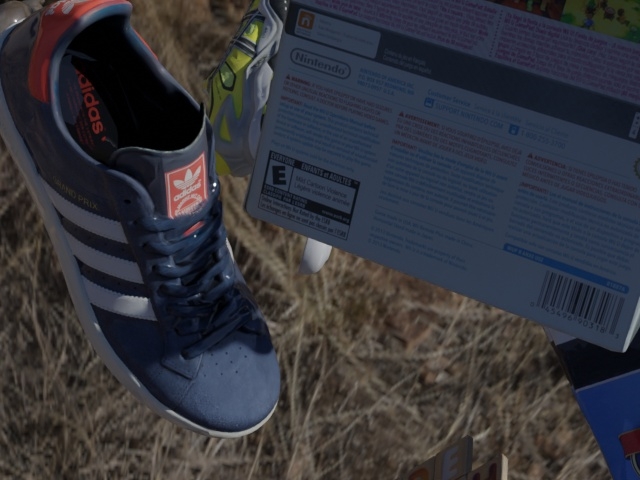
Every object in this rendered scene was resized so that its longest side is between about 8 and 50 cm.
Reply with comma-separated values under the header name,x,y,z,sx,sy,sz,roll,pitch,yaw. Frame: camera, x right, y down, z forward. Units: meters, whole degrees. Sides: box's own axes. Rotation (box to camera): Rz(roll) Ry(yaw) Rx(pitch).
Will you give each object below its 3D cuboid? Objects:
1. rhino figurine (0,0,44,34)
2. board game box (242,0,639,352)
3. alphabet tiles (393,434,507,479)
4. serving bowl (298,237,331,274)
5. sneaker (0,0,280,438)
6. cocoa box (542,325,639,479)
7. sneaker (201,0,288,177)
name,x,y,z,sx,sy,sz,roll,pitch,yaw
rhino figurine,-0.451,-0.252,1.514,0.243,0.073,0.106,-3,34,-6
board game box,0.102,-0.128,0.654,0.224,0.304,0.097,21,21,19
alphabet tiles,0.057,0.261,0.993,0.009,0.237,0.198,35,38,-20
serving bowl,0.000,0.000,1.390,0.027,0.083,0.083,16,60,1
sneaker,-0.112,-0.013,0.916,0.131,0.148,0.350,-39,103,-37
cocoa box,0.353,0.057,1.057,0.347,0.231,0.228,-23,90,-63
sneaker,-0.085,-0.237,1.704,0.147,0.145,0.385,-15,38,23
